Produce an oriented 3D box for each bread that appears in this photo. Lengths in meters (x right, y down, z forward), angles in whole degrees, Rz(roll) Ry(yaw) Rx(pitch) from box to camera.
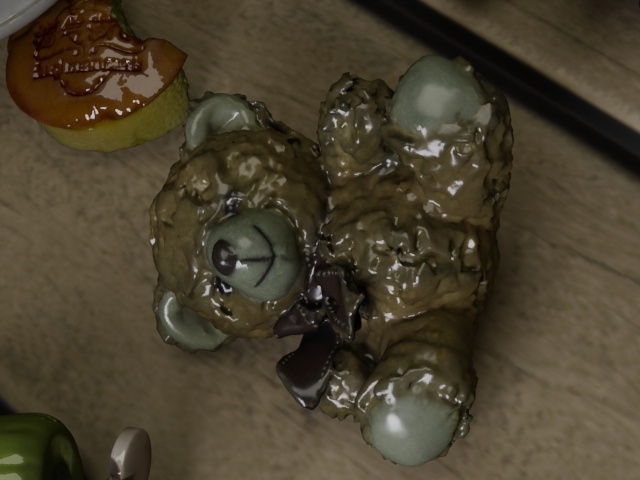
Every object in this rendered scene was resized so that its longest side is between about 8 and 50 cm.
[{"bbox_3d":[-0.181,-0.132,1.142,0.125,0.086,0.156,-38,58,-7],"label":"bread"}]

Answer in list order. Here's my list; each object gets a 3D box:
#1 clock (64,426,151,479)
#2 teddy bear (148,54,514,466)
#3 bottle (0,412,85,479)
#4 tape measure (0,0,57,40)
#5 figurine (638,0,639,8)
[{"bbox_3d":[-0.150,0.226,0.892,0.063,0.155,0.229,4,72,15],"label":"clock"},{"bbox_3d":[0.000,0.000,0.990,0.256,0.156,0.267,10,93,13],"label":"teddy bear"},{"bbox_3d":[-0.295,0.182,0.975,0.260,0.112,0.112,-7,60,9],"label":"bottle"},{"bbox_3d":[-0.302,-0.249,1.165,0.258,0.130,0.265,-6,40,23],"label":"tape measure"},{"bbox_3d":[0.205,-0.280,1.090,0.261,0.186,0.382,-39,66,2],"label":"figurine"}]
